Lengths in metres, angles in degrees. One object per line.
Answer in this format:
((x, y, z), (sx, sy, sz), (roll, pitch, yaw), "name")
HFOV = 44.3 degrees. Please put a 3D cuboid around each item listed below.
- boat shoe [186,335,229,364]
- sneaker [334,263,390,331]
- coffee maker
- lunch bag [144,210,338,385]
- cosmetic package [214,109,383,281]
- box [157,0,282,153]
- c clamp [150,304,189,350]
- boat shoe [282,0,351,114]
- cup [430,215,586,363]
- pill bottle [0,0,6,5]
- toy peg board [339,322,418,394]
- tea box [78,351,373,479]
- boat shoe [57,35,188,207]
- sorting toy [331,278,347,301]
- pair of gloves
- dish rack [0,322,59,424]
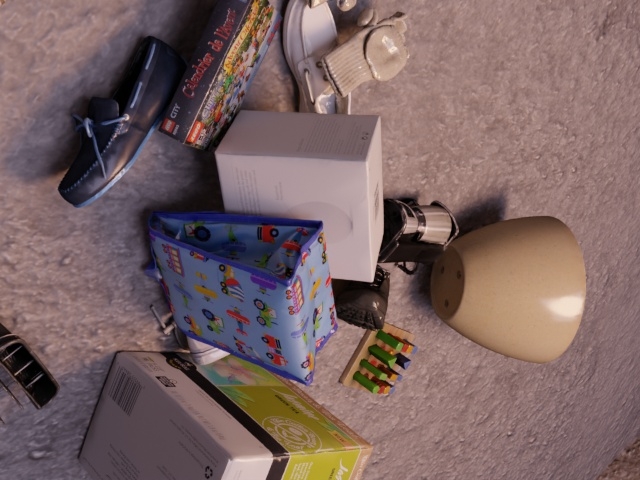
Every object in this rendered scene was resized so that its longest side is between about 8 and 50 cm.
((-0.126, 0.135, 1.360), (0.226, 0.083, 0.075), (-27, 109, -29), "boat shoe")
((0.085, 0.101, 1.508), (0.286, 0.109, 0.130), (94, 16, -84), "sneaker")
((0.164, 0.000, 1.567), (0.178, 0.120, 0.171), (2, 112, -44), "coffee maker")
((-0.140, 0.074, 1.196), (0.138, 0.293, 0.221), (-61, 152, -44), "lunch bag")
((-0.023, -0.069, 1.208), (0.138, 0.225, 0.224), (-73, 163, -50), "cosmetic package")
((-0.139, -0.243, 1.130), (0.233, 0.044, 0.159), (-64, 172, 5), "box")
((-0.203, 0.125, 1.356), (0.161, 0.022, 0.137), (-33, 132, -26), "c clamp")
((0.012, -0.270, 1.280), (0.098, 0.096, 0.277), (-33, 132, -26), "boat shoe")
((0.382, 0.101, 1.730), (0.237, 0.331, 0.331), (4, 112, -17), "cup")
((-0.377, -0.309, 0.902), (0.120, 0.067, 0.067), (-48, 137, -12), "pill bottle")
((0.149, 0.276, 1.742), (0.161, 0.079, 0.161), (27, 94, -48), "toy peg board")
((-0.157, 0.354, 1.303), (0.323, 0.329, 0.220), (12, 104, -48), "tea box")
((-0.284, -0.167, 1.069), (0.089, 0.109, 0.258), (47, 62, -40), "boat shoe")
((-0.005, 0.059, 1.491), (0.132, 0.046, 0.274), (16, 101, -48), "sorting toy")
((0.064, -0.364, 1.241), (0.204, 0.042, 0.240), (-31, 111, -39), "pair of gloves")
((-0.501, 0.230, 1.044), (0.271, 0.074, 0.208), (-39, 156, -21), "dish rack")
